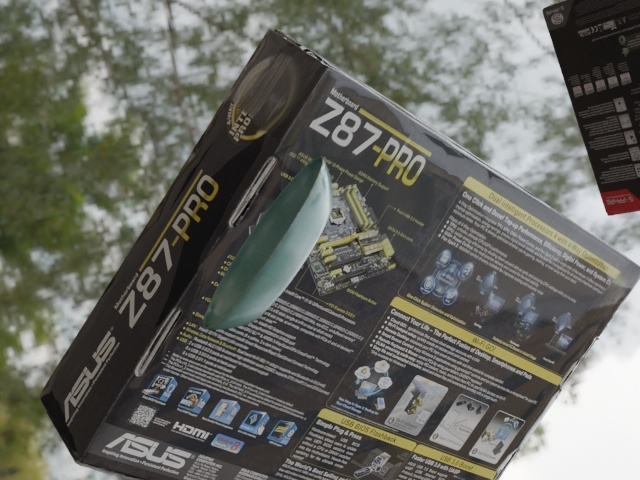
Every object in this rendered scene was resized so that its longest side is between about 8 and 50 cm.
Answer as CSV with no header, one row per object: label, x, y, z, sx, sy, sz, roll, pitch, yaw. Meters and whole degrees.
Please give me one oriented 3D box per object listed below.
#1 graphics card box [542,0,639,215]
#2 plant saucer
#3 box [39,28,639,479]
graphics card box,0.514,-0.237,1.997,0.233,0.094,0.371,-11,-79,59
plant saucer,-0.026,0.006,0.708,0.021,0.119,0.119,35,-18,-10
box,0.034,0.069,0.949,0.318,0.395,0.097,-57,-140,9
